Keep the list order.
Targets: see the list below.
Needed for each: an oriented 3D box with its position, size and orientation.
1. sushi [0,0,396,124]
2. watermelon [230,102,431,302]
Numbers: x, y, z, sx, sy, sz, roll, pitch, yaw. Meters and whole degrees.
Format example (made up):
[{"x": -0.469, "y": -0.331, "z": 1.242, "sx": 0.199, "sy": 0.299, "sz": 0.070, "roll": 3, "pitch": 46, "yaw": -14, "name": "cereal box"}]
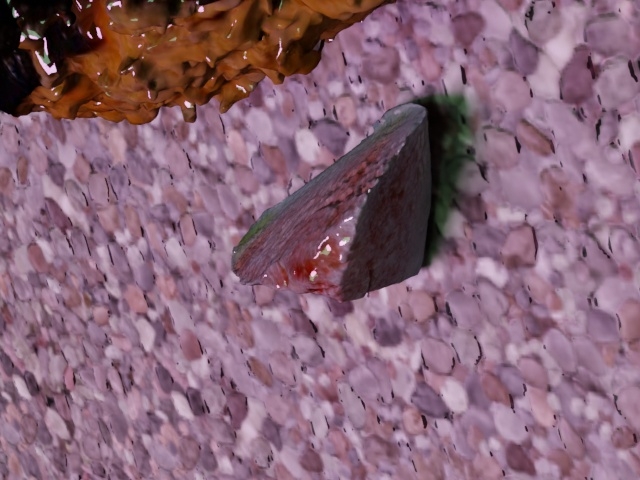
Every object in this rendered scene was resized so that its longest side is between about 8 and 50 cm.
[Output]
[{"x": -0.090, "y": -0.154, "z": 0.774, "sx": 0.348, "sy": 0.234, "sz": 0.208, "roll": -18, "pitch": 94, "yaw": 55, "name": "sushi"}, {"x": 0.006, "y": -0.003, "z": 0.854, "sx": 0.081, "sy": 0.094, "sz": 0.180, "roll": 60, "pitch": 156, "yaw": 2, "name": "watermelon"}]
